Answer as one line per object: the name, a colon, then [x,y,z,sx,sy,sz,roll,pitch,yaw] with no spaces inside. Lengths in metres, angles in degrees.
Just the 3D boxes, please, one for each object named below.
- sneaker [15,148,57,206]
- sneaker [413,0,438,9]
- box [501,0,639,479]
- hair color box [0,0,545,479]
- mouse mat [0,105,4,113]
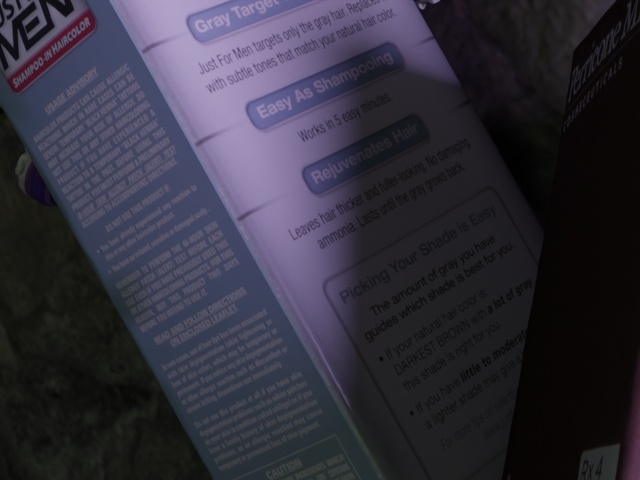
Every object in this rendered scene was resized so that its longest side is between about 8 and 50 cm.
sneaker: [-0.118,-0.056,1.032,0.170,0.068,0.071,-29,88,36]
sneaker: [0.040,-0.140,0.913,0.161,0.057,0.075,14,124,32]
box: [0.156,0.084,0.672,0.143,0.191,0.382,14,76,-4]
hair color box: [0.000,0.000,0.842,0.113,0.185,0.374,-29,90,45]
mouse mat: [-0.236,-0.175,1.130,0.152,0.007,0.190,-14,92,37]
